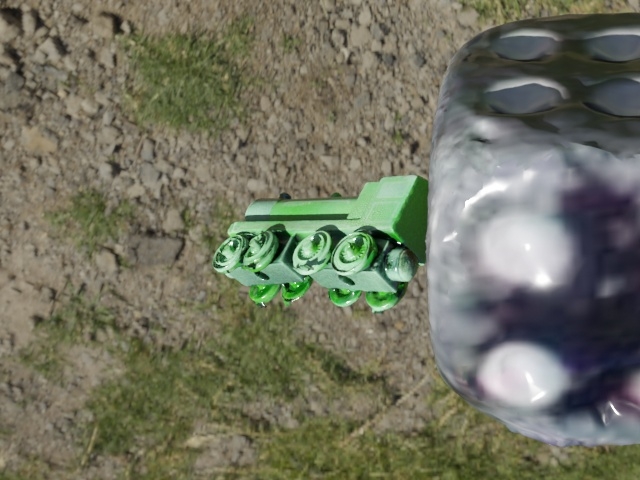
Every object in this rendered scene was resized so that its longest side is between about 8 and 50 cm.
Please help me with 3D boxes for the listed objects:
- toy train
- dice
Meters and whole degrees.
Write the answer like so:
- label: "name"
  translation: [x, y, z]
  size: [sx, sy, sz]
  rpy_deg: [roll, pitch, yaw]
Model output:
- label: "toy train"
  translation: [0.000, 0.000, 0.819]
  size: [0.251, 0.119, 0.085]
  rpy_deg: [1, 145, 46]
- label: "dice"
  translation: [0.154, -0.011, 0.467]
  size: [0.182, 0.181, 0.183]
  rpy_deg: [1, 123, 13]
